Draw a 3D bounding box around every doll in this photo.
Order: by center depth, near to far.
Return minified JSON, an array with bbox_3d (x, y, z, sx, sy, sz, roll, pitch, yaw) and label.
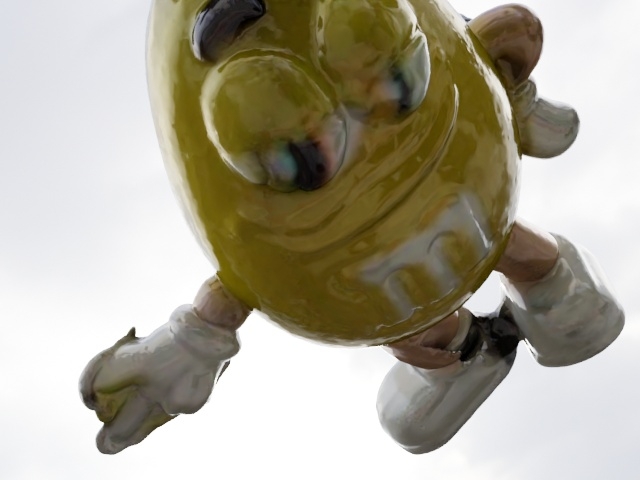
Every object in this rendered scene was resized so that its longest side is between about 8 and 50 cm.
[{"bbox_3d":[0.032,0.000,0.550,0.423,0.161,0.348,10,-68,-34],"label":"doll"}]

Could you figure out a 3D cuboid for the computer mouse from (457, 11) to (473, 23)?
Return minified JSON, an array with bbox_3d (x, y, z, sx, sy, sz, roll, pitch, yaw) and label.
[{"bbox_3d":[0.076,-0.217,1.139,0.323,0.183,0.116,-30,-41,-4],"label":"computer mouse"}]
